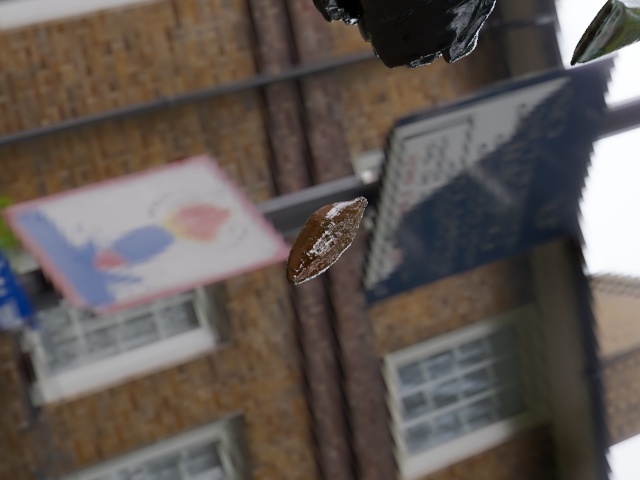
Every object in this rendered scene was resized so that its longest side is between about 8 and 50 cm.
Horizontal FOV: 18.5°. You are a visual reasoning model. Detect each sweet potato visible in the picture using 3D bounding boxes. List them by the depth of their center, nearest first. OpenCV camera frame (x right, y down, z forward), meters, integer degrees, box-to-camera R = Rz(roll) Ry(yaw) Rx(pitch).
[{"bbox_3d":[0.000,0.000,1.291,0.034,0.095,0.034,21,-46,24],"label":"sweet potato"}]

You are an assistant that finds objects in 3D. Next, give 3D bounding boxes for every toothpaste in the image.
[{"bbox_3d":[0.199,-0.142,1.249,0.031,0.204,0.049,38,-67,12],"label":"toothpaste"}]

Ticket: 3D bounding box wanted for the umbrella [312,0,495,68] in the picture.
[{"bbox_3d":[0.025,-0.173,0.642,0.071,0.071,0.248,32,-47,43],"label":"umbrella"}]
